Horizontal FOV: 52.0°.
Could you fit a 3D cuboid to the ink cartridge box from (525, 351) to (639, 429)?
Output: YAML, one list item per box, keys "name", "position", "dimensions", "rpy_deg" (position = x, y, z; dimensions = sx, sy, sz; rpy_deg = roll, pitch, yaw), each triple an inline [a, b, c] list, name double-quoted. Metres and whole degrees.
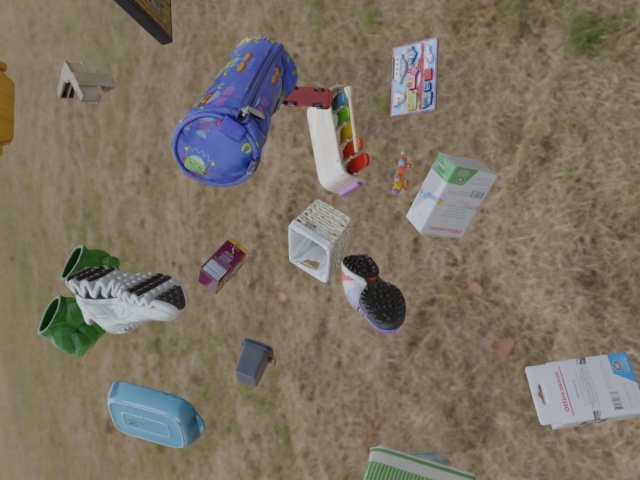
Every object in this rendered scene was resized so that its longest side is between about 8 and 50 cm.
- name: "ink cartridge box"
  position: [0.440, 0.258, 1.115]
  dimensions: [0.060, 0.180, 0.104]
  rpy_deg: [89, 174, -64]

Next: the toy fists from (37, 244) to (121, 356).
- name: "toy fists"
  position: [-0.572, 0.146, 1.612]
  dimensions: [0.096, 0.142, 0.279]
  rpy_deg: [-21, 46, 36]

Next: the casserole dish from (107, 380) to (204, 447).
- name: "casserole dish"
  position: [-0.289, 0.303, 1.120]
  dimensions: [0.188, 0.037, 0.114]
  rpy_deg: [11, 127, 17]

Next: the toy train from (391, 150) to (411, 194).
- name: "toy train"
  position: [0.242, -0.192, 1.898]
  dimensions: [0.166, 0.046, 0.125]
  rpy_deg: [-34, -42, -80]

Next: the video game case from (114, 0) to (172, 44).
- name: "video game case"
  position: [-0.394, -0.584, 1.362]
  dimensions: [0.035, 0.275, 0.248]
  rpy_deg: [-10, 74, 16]

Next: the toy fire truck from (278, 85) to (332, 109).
- name: "toy fire truck"
  position: [-0.060, -0.337, 1.563]
  dimensions: [0.135, 0.192, 0.047]
  rpy_deg: [-22, -62, -79]

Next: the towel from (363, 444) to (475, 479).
- name: "towel"
  position: [0.187, 0.577, 1.288]
  dimensions: [0.325, 0.247, 0.038]
  rpy_deg: [-74, 3, -46]

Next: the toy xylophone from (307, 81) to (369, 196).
- name: "toy xylophone"
  position: [0.056, -0.291, 1.830]
  dimensions: [0.236, 0.081, 0.323]
  rpy_deg: [-14, 80, 56]

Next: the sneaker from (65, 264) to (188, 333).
- name: "sneaker"
  position: [-0.361, 0.123, 1.251]
  dimensions: [0.292, 0.110, 0.118]
  rpy_deg: [6, 109, 35]

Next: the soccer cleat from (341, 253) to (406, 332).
- name: "soccer cleat"
  position: [0.126, 0.148, 1.599]
  dimensions: [0.318, 0.108, 0.116]
  rpy_deg: [-122, 28, -60]

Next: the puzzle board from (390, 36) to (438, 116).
- name: "puzzle board"
  position: [0.164, -0.288, 1.163]
  dimensions: [0.096, 0.011, 0.128]
  rpy_deg: [0, 86, 42]

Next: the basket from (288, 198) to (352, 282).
- name: "basket"
  position: [0.000, 0.000, 1.501]
  dimensions: [0.113, 0.103, 0.167]
  rpy_deg: [31, 152, 15]

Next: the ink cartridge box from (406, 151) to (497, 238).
- name: "ink cartridge box"
  position: [0.351, -0.118, 1.770]
  dimensions: [0.093, 0.154, 0.212]
  rpy_deg: [56, 131, 47]

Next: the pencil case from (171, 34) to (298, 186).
- name: "pencil case"
  position: [-0.116, -0.203, 0.980]
  dimensions: [0.133, 0.119, 0.306]
  rpy_deg: [-38, 22, 33]

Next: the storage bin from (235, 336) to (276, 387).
- name: "storage bin"
  position: [-0.170, 0.320, 1.686]
  dimensions: [0.135, 0.098, 0.091]
  rpy_deg: [96, -166, -65]

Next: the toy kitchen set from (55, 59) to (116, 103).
- name: "toy kitchen set"
  position: [-0.395, -0.250, 1.116]
  dimensions: [0.083, 0.068, 0.075]
  rpy_deg: [58, 134, 22]

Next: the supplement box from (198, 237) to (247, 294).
- name: "supplement box"
  position: [-0.171, 0.045, 1.152]
  dimensions: [0.043, 0.083, 0.055]
  rpy_deg: [37, 150, 6]

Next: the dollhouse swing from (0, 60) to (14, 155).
- name: "dollhouse swing"
  position: [-0.915, -0.252, 1.480]
  dimensions: [0.305, 0.315, 0.347]
  rpy_deg: [-45, 46, 26]

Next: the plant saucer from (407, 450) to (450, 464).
- name: "plant saucer"
  position: [0.273, 0.630, 1.880]
  dimensions: [0.195, 0.195, 0.037]
  rpy_deg: [-35, 58, 56]
